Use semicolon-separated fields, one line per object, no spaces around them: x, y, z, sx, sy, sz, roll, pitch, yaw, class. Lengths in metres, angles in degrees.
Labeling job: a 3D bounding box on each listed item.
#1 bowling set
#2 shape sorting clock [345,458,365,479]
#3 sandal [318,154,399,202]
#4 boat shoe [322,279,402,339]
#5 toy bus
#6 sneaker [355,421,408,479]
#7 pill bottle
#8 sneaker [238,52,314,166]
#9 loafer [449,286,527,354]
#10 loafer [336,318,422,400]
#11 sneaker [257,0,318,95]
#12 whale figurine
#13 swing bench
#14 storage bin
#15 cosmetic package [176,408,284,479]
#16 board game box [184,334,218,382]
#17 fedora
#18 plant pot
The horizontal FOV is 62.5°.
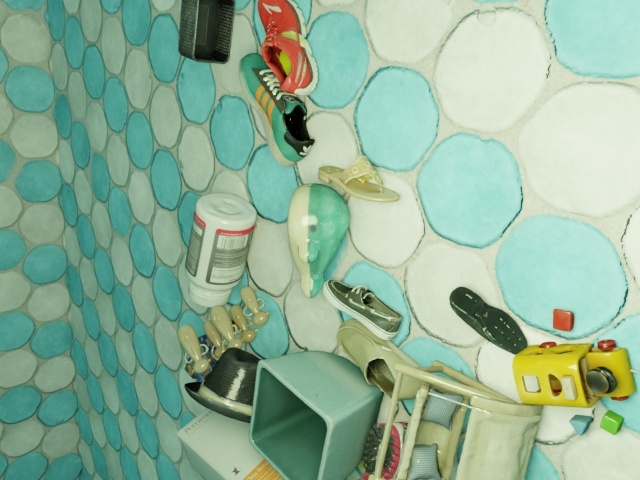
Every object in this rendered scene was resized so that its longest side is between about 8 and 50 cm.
-0.269;0.285;1.619;0.287;0.200;0.154;-32;69;0;bowling set
0.107;0.654;1.341;0.206;0.040;0.206;180;90;-65;shape sorting clock
0.077;-0.154;1.176;0.240;0.088;0.079;28;124;45;sandal
0.099;0.142;1.237;0.219;0.077;0.070;33;123;28;boat shoe
0.427;0.229;0.881;0.191;0.104;0.202;41;127;32;toy bus
0.152;0.558;1.202;0.121;0.112;0.299;33;110;53;sneaker
-0.304;0.036;1.560;0.176;0.176;0.319;39;125;34;pill bottle
-0.099;-0.343;1.312;0.121;0.108;0.302;-26;88;46;sneaker
0.323;0.158;1.022;0.170;0.062;0.061;44;167;23;loafer
0.126;0.273;1.221;0.268;0.092;0.102;30;120;39;loafer
-0.095;-0.476;1.259;0.107;0.118;0.279;-34;75;45;sneaker
0.000;0.000;1.254;0.141;0.216;0.272;-1;110;4;whale figurine
0.259;0.394;1.016;0.254;0.165;0.254;14;94;45;swing bench
-0.317;-0.592;1.464;0.084;0.122;0.180;32;121;38;storage bin
-0.184;0.632;1.512;0.453;0.230;0.162;15;130;43;cosmetic package
-0.401;0.453;1.849;0.194;0.060;0.194;-44;67;44;board game box
-0.207;0.391;1.460;0.334;0.334;0.153;12;78;45;fedora
0.010;0.408;1.259;0.247;0.252;0.248;28;119;39;plant pot
